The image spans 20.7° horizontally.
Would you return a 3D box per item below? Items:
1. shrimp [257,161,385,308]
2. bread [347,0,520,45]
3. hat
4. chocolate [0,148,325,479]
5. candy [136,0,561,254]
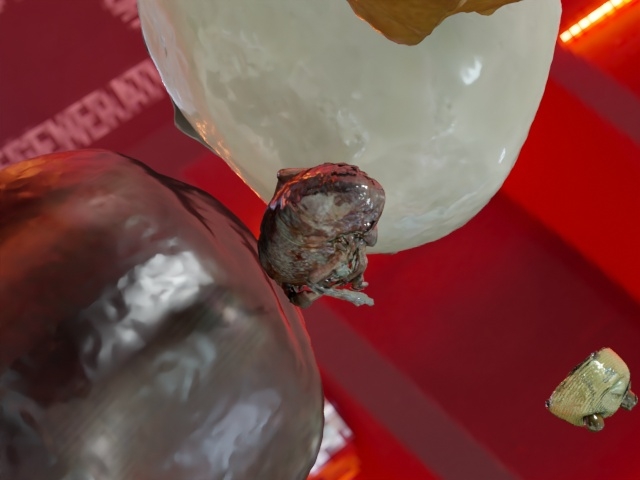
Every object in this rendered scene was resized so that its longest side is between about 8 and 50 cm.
[{"bbox_3d":[-0.001,0.001,1.042,0.190,0.073,0.075,109,-14,-63],"label":"shrimp"},{"bbox_3d":[0.075,-0.273,0.807,0.179,0.194,0.340,-18,-101,62],"label":"bread"},{"bbox_3d":[0.252,0.140,1.607,0.059,0.077,0.076,45,-64,21],"label":"hat"},{"bbox_3d":[-0.172,0.118,1.209,0.383,0.331,0.384,29,-39,26],"label":"chocolate"},{"bbox_3d":[0.025,-0.217,1.662,0.427,0.386,0.186,35,-20,-3],"label":"candy"}]
